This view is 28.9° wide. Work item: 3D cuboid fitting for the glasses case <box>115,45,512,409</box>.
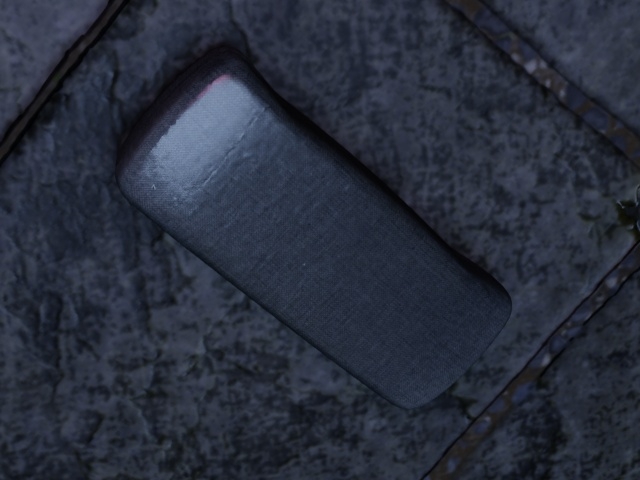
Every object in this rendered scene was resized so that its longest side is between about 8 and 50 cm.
[{"bbox_3d":[0.000,0.000,0.928,0.323,0.074,0.131,40,101,-26],"label":"glasses case"}]
